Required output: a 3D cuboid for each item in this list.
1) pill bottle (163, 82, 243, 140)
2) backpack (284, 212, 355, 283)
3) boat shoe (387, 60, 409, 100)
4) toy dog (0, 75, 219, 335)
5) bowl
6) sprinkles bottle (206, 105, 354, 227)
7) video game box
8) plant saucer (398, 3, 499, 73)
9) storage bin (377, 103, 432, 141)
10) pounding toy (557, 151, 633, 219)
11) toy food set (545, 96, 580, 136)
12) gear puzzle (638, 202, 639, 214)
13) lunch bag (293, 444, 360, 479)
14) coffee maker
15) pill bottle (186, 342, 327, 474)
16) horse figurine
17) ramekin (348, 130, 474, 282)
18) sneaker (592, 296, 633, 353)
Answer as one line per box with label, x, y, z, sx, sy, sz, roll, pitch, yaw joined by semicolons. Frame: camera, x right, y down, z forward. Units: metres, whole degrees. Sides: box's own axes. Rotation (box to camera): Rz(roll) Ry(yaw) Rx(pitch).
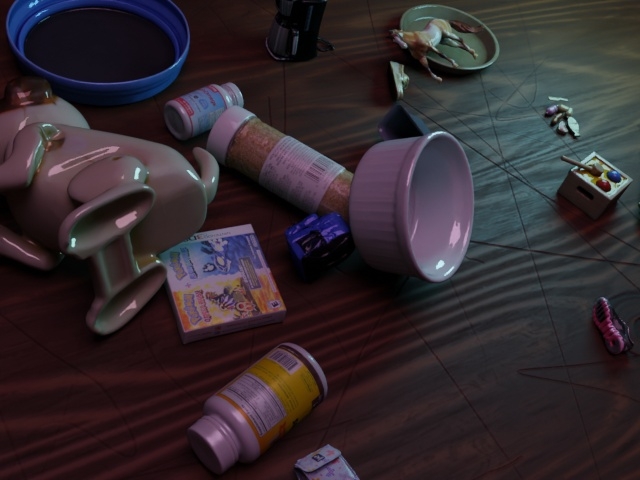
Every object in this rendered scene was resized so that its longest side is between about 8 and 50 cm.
pill bottle;-0.245;-0.279;1.555;0.160;0.087;0.087;-32;66;-34
backpack;0.000;0.000;1.366;0.120;0.098;0.101;-28;63;-10
boat shoe;0.193;-0.391;1.788;0.045;0.050;0.135;2;51;-7
toy dog;-0.417;-0.116;1.242;0.408;0.284;0.395;32;63;22
bowl;-0.490;-0.448;1.636;0.391;0.077;0.391;7;51;-9
sprinkles bottle;-0.054;-0.137;1.468;0.355;0.121;0.121;31;51;11
video game box;-0.182;0.071;1.314;0.187;0.048;0.205;-12;56;-21
plant saucer;0.338;-0.531;1.949;0.278;0.041;0.278;7;50;-8
storage bin;0.204;-0.223;1.637;0.091;0.098;0.135;7;43;-46
pounding toy;0.612;-0.140;1.661;0.141;0.100;0.130;42;53;19
toy food set;0.609;-0.310;1.855;0.078;0.019;0.122;5;58;-11
gear puzzle;0.819;-0.061;1.697;0.175;0.044;0.339;26;53;5
lunch bag;0.007;0.360;1.125;0.071;0.053;0.083;-19;49;-29
coffee maker;-0.041;-0.537;1.760;0.171;0.178;0.120;-29;64;-32
pill bottle;-0.098;0.260;1.134;0.117;0.117;0.215;42;54;19
horse figurine;0.297;-0.499;1.844;0.174;0.066;0.263;43;56;13
ramekin;0.170;-0.063;1.371;0.135;0.277;0.277;3;40;35
sneaker;0.580;0.167;1.444;0.057;0.047;0.119;2;58;-22
